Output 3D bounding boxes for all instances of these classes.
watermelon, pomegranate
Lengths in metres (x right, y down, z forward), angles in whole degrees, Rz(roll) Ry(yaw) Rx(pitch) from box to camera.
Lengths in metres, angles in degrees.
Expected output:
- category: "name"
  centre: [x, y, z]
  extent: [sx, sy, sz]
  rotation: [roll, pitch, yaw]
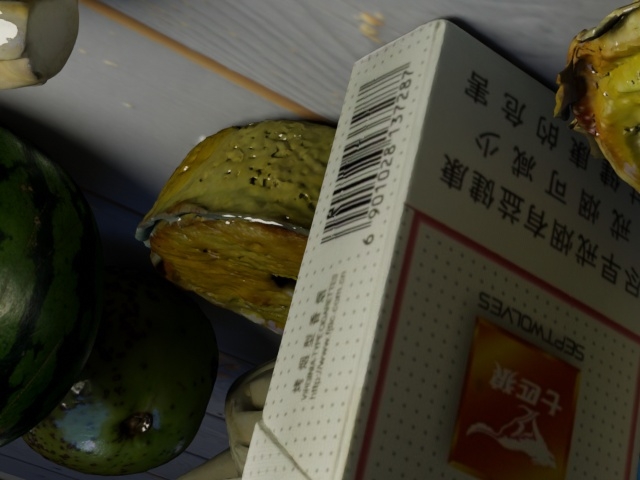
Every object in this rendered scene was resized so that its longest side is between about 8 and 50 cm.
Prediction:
- category: "watermelon"
  centre: [-0.307, 0.032, 0.907]
  extent: [0.285, 0.285, 0.285]
  rotation: [12, 156, 5]
- category: "pomegranate"
  centre: [-0.217, 0.107, 1.158]
  extent: [0.248, 0.214, 0.214]
  rotation: [44, -178, 43]

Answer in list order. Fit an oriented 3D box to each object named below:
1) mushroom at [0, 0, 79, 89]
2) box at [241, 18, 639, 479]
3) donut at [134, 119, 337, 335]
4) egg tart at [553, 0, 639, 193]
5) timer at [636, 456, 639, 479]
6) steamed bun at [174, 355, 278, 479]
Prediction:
- category: "mushroom"
  centre: [-0.304, -0.168, 0.652]
  extent: [0.351, 0.095, 0.123]
  rotation: [19, 175, -6]
- category: "box"
  centre: [0.086, 0.068, 0.678]
  extent: [0.210, 0.330, 0.095]
  rotation: [27, 152, -28]
- category: "donut"
  centre: [0.000, 0.000, 0.873]
  extent: [0.272, 0.107, 0.272]
  rotation: [16, 159, 6]
- category: "egg tart"
  centre: [0.259, -0.069, 0.581]
  extent: [0.279, 0.095, 0.279]
  rotation: [17, 159, 7]
- category: "timer"
  centre: [0.305, 0.260, 1.340]
  extent: [0.232, 0.091, 0.250]
  rotation: [16, 145, -3]
- category: "steamed bun"
  centre: [0.004, 0.243, 1.158]
  extent: [0.342, 0.368, 0.255]
  rotation: [44, 162, 54]
